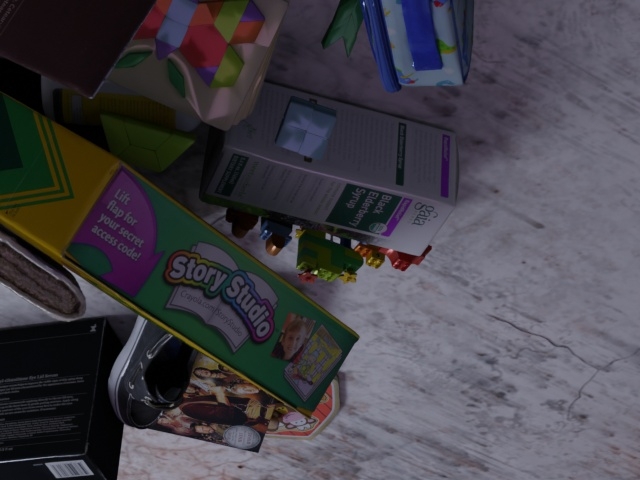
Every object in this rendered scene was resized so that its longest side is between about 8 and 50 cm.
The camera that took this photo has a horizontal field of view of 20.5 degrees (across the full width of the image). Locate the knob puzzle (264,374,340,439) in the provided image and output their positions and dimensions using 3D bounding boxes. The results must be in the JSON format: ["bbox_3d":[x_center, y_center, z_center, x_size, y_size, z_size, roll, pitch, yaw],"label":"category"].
[{"bbox_3d":[-0.062,0.198,2.135,0.213,0.030,0.213,2,142,2],"label":"knob puzzle"}]

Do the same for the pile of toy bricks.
[{"bbox_3d":[0.000,0.000,1.812,0.212,0.105,0.118,19,140,-19],"label":"pile of toy bricks"}]

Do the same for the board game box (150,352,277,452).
[{"bbox_3d":[-0.122,0.140,2.024,0.165,0.042,0.243,13,135,-5],"label":"board game box"}]

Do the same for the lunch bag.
[{"bbox_3d":[0.076,-0.239,1.442,0.090,0.176,0.219,-4,142,9],"label":"lunch bag"}]

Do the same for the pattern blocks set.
[{"bbox_3d":[-0.126,-0.191,1.540,0.325,0.026,0.285,9,115,-3],"label":"pattern blocks set"}]

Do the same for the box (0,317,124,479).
[{"bbox_3d":[-0.362,0.202,2.040,0.261,0.184,0.103,-7,144,14],"label":"box"}]

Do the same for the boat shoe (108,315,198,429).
[{"bbox_3d":[-0.172,0.144,1.938,0.080,0.076,0.228,-2,137,-30],"label":"boat shoe"}]

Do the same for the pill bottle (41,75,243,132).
[{"bbox_3d":[-0.160,-0.153,1.630,0.184,0.103,0.103,5,142,-1],"label":"pill bottle"}]

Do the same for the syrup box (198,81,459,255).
[{"bbox_3d":[0.010,-0.071,1.728,0.237,0.096,0.093,15,143,-13],"label":"syrup box"}]

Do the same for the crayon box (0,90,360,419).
[{"bbox_3d":[-0.181,0.001,1.656,0.313,0.106,0.363,30,175,45],"label":"crayon box"}]

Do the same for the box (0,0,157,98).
[{"bbox_3d":[-0.240,-0.246,1.364,0.203,0.168,0.167,25,104,-44],"label":"box"}]

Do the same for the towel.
[{"bbox_3d":[-0.351,-0.016,1.738,0.282,0.049,0.187,35,178,-10],"label":"towel"}]
